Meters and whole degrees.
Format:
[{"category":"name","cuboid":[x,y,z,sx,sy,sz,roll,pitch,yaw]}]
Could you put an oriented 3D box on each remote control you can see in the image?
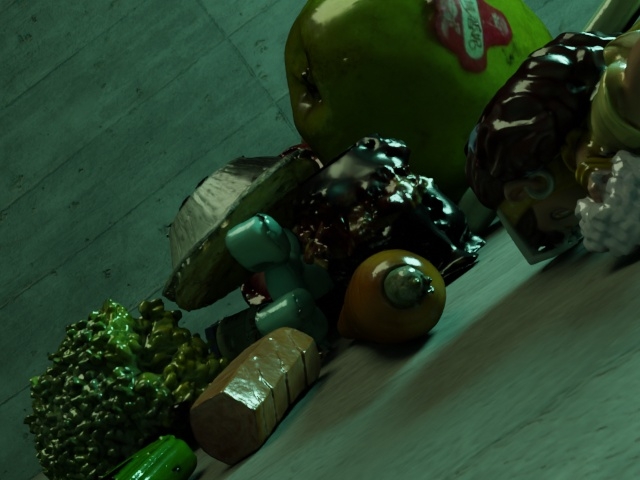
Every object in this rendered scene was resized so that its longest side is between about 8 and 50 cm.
[{"category":"remote control","cuboid":[0.235,-0.136,1.018,0.309,0.038,0.090,-56,-14,16]}]

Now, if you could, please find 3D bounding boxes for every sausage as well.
[{"category":"sausage","cuboid":[-0.045,0.116,0.823,0.065,0.065,0.169,-36,2,24]}]

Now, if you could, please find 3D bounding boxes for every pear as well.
[{"category":"pear","cuboid":[0.129,-0.182,1.147,0.375,0.287,0.287,-7,-17,-36]}]

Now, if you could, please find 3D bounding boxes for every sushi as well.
[{"category":"sushi","cuboid":[0.054,-0.014,0.964,0.153,0.150,0.172,-36,1,1]}]

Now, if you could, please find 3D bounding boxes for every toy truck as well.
[{"category":"toy truck","cuboid":[-0.073,0.111,1.170,0.088,0.074,0.202,-16,-4,-24]}]

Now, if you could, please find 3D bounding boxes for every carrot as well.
[{"category":"carrot","cuboid":[0.047,0.056,0.807,0.069,0.069,0.336,-36,-6,-9]}]

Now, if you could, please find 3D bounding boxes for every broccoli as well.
[{"category":"broccoli","cuboid":[-0.213,0.161,1.122,0.242,0.180,0.273,-37,0,28]}]

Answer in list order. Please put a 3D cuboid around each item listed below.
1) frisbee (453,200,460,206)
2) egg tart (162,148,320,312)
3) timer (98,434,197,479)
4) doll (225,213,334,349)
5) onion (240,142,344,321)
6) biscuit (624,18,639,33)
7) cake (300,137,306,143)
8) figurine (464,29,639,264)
[{"category":"frisbee","cuboid":[0.210,-0.071,1.317,0.289,0.049,0.289,-33,8,5]},{"category":"egg tart","cuboid":[-0.098,-0.022,1.139,0.234,0.094,0.234,-45,-10,-10]},{"category":"timer","cuboid":[-0.169,0.215,0.818,0.140,0.047,0.128,-36,1,25]},{"category":"doll","cuboid":[-0.033,0.037,1.021,0.059,0.159,0.158,-30,-30,13]},{"category":"onion","cuboid":[-0.010,-0.004,1.305,0.248,0.248,0.161,-36,-24,16]},{"category":"biscuit","cuboid":[0.417,-0.246,0.876,0.326,0.107,0.326,-38,-2,-2]},{"category":"cake","cuboid":[0.061,-0.084,1.502,0.156,0.179,0.260,-38,-30,-37]},{"category":"figurine","cuboid":[0.167,-0.070,0.574,0.175,0.115,0.240,-37,1,-25]}]
